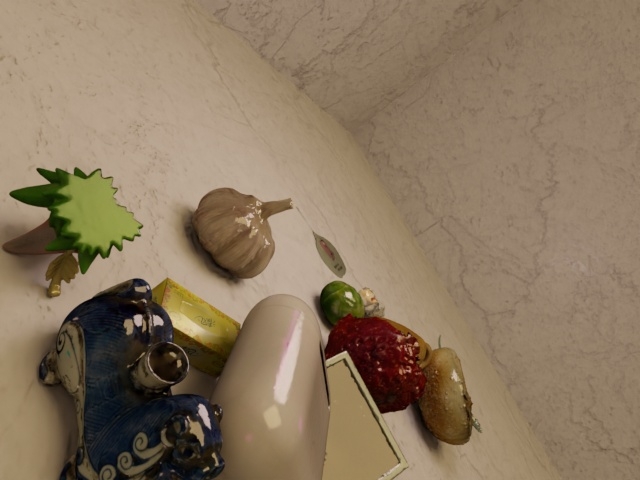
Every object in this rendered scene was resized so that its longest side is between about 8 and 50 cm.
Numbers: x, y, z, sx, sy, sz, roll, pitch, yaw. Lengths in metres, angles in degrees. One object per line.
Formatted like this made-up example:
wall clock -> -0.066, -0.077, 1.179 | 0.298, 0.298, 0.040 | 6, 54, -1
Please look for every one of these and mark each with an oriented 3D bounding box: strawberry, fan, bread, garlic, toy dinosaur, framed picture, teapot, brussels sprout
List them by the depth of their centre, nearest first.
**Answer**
toy dinosaur -> -0.363, -0.034, 0.669 | 0.152, 0.177, 0.194 | 54, 48, -16
framed picture -> 0.038, 0.387, 0.927 | 0.217, 0.016, 0.273 | -15, 69, -36
garlic -> -0.160, -0.042, 1.031 | 0.218, 0.212, 0.218 | 53, 14, -19
strawberry -> 0.116, 0.311, 1.120 | 0.274, 0.220, 0.274 | 43, -26, 27
brussels sprout -> 0.067, 0.188, 1.325 | 0.155, 0.117, 0.155 | 36, 25, -20
teapot -> 0.206, 0.337, 1.348 | 0.311, 0.166, 0.203 | 20, 6, -31
bread -> 0.392, 0.494, 1.457 | 0.305, 0.159, 0.305 | -7, 90, -81
fan -> 0.001, -0.001, 1.643 | 0.310, 0.010, 0.182 | 55, 19, 0
toy dinosaur -> 0.525, 0.566, 1.814 | 0.205, 0.092, 0.392 | 36, 25, -43

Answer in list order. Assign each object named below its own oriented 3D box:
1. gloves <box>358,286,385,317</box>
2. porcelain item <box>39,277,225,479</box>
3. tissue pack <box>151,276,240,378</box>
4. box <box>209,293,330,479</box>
gloves -> 0.176, 0.220, 1.601 | 0.114, 0.070, 0.153 | 55, 11, 27
porcelain item -> -0.223, 0.181, 0.549 | 0.138, 0.186, 0.287 | 21, 39, -53
tissue pack -> -0.221, 0.153, 0.785 | 0.176, 0.062, 0.095 | 41, 23, -32
box -> -0.068, 0.271, 0.713 | 0.349, 0.141, 0.288 | -76, 159, -65
